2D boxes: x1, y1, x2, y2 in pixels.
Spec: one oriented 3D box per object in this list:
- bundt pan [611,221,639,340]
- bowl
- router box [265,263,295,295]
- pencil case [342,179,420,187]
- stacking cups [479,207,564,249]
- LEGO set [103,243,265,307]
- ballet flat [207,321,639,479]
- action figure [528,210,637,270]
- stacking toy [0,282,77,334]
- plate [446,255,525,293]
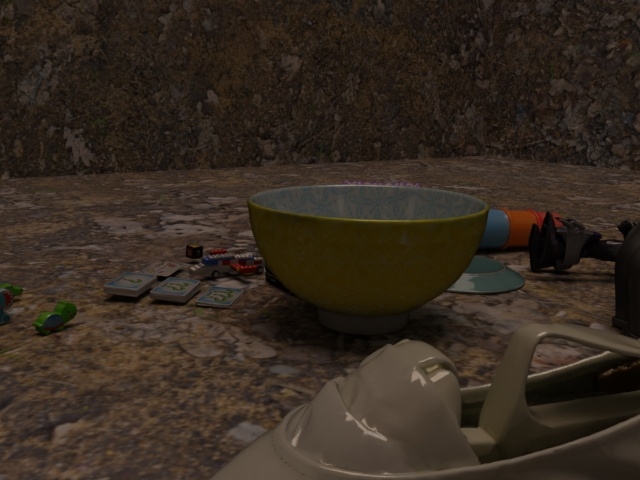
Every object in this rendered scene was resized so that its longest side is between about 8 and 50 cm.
[{"bbox_3d":[0.500,0.018,0.742,0.330,0.124,0.331,-15,9,2],"label":"bundt pan"},{"bbox_3d":[0.054,0.024,0.797,0.289,0.156,0.289,1,12,0],"label":"bowl"},{"bbox_3d":[-0.009,0.047,0.968,0.122,0.038,0.092,-6,14,-30],"label":"router box"},{"bbox_3d":[0.143,-0.105,1.567,0.205,0.087,0.088,1,-22,9],"label":"pencil case"},{"bbox_3d":[0.307,-0.027,1.202,0.315,0.096,0.096,-3,13,-15],"label":"stacking cups"},{"bbox_3d":[-0.185,0.035,0.973,0.182,0.060,0.244,6,12,8],"label":"LEGO set"},{"bbox_3d":[0.103,0.119,0.424,0.399,0.139,0.139,-3,13,-18],"label":"ballet flat"},{"bbox_3d":[0.483,0.016,1.021,0.284,0.099,0.185,6,3,3],"label":"action figure"},{"bbox_3d":[-0.418,0.082,0.742,0.166,0.052,0.221,11,15,39],"label":"stacking toy"},{"bbox_3d":[0.225,0.047,1.022,0.188,0.024,0.188,1,13,0],"label":"plate"}]
